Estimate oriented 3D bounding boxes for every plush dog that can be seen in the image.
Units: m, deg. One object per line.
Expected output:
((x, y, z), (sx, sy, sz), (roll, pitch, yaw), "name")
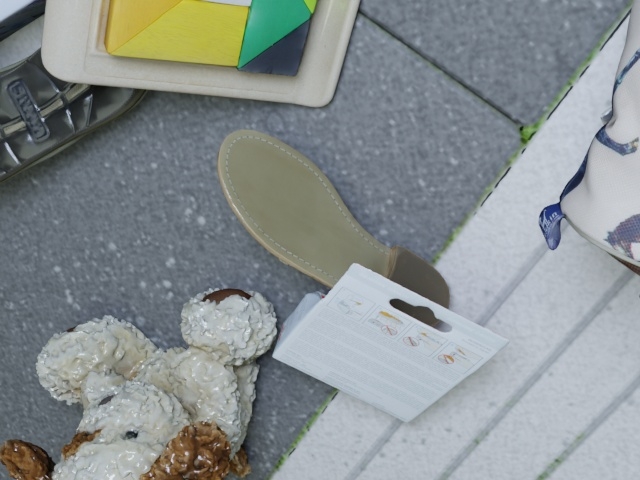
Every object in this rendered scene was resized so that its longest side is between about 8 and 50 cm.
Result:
((-0.157, 0.184, 0.969), (0.262, 0.225, 0.210), (-13, 108, 27), "plush dog")

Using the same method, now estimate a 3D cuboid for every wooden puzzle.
((-0.079, -0.208, 0.797), (0.239, 0.044, 0.221), (5, 122, -19), "wooden puzzle")

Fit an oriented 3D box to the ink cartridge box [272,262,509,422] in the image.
((0.056, 0.078, 0.888), (0.145, 0.045, 0.179), (27, 140, -9), "ink cartridge box")

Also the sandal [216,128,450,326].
((-0.003, 0.005, 0.910), (0.240, 0.088, 0.079), (36, 154, -11), "sandal")

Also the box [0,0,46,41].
((-0.318, -0.297, 0.870), (0.231, 0.127, 0.262), (-22, 103, 29), "box")

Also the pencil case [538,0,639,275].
((0.267, -0.166, 0.627), (0.160, 0.183, 0.410), (7, 108, -27), "pencil case")

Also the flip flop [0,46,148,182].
((-0.271, -0.123, 0.966), (0.277, 0.080, 0.112), (-21, 96, 15), "flip flop")
